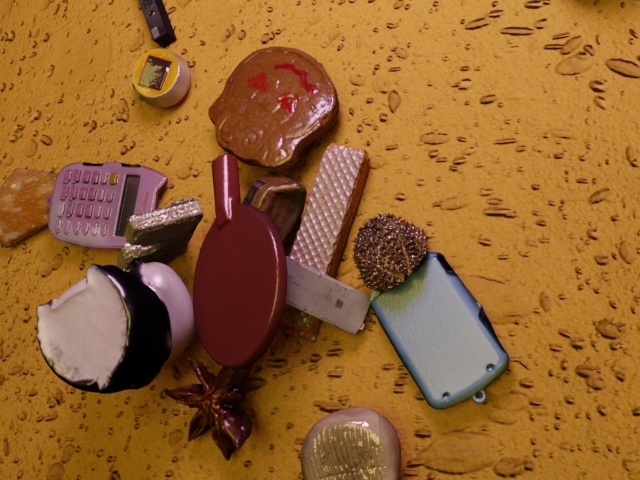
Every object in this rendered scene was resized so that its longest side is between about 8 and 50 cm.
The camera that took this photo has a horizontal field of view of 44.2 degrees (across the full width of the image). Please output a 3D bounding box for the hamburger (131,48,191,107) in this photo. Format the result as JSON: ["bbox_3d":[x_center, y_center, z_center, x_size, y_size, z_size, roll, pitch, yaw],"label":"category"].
[{"bbox_3d":[-0.351,-0.353,1.717,0.141,0.081,0.127,1,82,11],"label":"hamburger"}]

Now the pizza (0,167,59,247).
[{"bbox_3d":[-0.652,-0.095,1.817,0.262,0.034,0.181,-17,73,18],"label":"pizza"}]

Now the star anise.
[{"bbox_3d":[-0.190,0.314,1.495,0.212,0.111,0.196,-32,63,23],"label":"star anise"}]

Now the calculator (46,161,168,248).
[{"bbox_3d":[-0.470,-0.077,1.720,0.294,0.043,0.194,6,82,18],"label":"calculator"}]

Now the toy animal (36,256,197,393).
[{"bbox_3d":[-0.365,0.165,1.490,0.250,0.310,0.251,-1,87,18],"label":"toy animal"}]

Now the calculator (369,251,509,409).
[{"bbox_3d":[0.207,0.156,1.386,0.173,0.051,0.293,-35,68,12],"label":"calculator"}]

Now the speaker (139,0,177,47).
[{"bbox_3d":[-0.380,-0.528,1.783,0.040,0.046,0.191,-28,69,17],"label":"speaker"}]

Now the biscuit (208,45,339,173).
[{"bbox_3d":[-0.100,-0.271,1.579,0.273,0.049,0.257,37,85,34],"label":"biscuit"}]

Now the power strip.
[{"bbox_3d":[0.001,0.103,1.443,0.226,0.029,0.080,27,83,-10],"label":"power strip"}]

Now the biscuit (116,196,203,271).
[{"bbox_3d":[-0.327,0.000,1.572,0.046,0.147,0.250,65,151,15],"label":"biscuit"}]

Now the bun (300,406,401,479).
[{"bbox_3d":[0.063,0.387,1.364,0.178,0.128,0.193,-16,85,20],"label":"bun"}]

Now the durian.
[{"bbox_3d":[0.107,0.005,1.419,0.148,0.091,0.188,-47,28,-5],"label":"durian"}]

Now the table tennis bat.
[{"bbox_3d":[-0.161,0.032,1.458,0.268,0.051,0.415,-30,59,41],"label":"table tennis bat"}]

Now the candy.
[{"bbox_3d":[-0.125,-0.003,1.534,0.143,0.101,0.272,32,97,56],"label":"candy"}]

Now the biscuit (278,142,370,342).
[{"bbox_3d":[0.000,0.000,1.506,0.094,0.054,0.379,17,86,26],"label":"biscuit"}]
